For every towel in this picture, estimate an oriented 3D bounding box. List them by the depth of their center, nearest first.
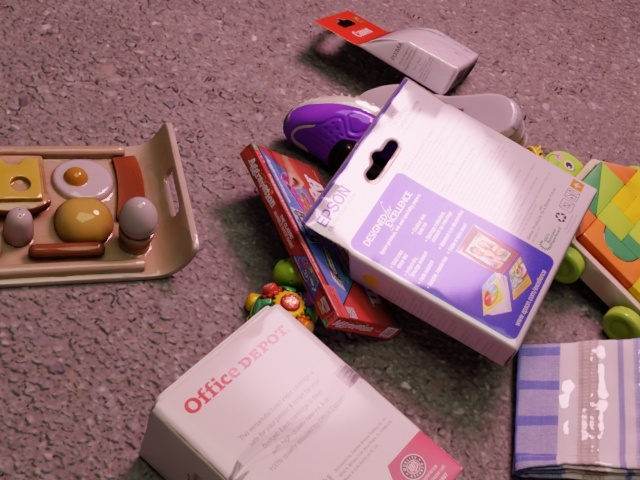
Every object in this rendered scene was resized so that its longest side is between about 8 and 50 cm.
[{"bbox_3d":[0.378,0.200,1.225,0.285,0.034,0.209,-4,46,19],"label":"towel"}]

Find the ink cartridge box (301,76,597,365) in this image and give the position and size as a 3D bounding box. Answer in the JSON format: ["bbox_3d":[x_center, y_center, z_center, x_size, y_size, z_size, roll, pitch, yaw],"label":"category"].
[{"bbox_3d":[0.172,-0.032,1.314,0.307,0.072,0.303,30,57,8],"label":"ink cartridge box"}]

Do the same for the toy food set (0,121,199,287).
[{"bbox_3d":[-0.319,-0.060,1.236,0.306,0.092,0.219,-2,54,-22],"label":"toy food set"}]

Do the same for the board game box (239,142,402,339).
[{"bbox_3d":[0.000,0.000,1.303,0.145,0.027,0.281,18,38,-52],"label":"board game box"}]

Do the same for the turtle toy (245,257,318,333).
[{"bbox_3d":[-0.043,0.081,1.240,0.095,0.066,0.130,13,48,-10],"label":"turtle toy"}]

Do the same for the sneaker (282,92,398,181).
[{"bbox_3d":[0.081,-0.102,1.413,0.294,0.102,0.146,18,54,-3],"label":"sneaker"}]

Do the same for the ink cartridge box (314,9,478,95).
[{"bbox_3d":[0.128,-0.321,1.594,0.232,0.066,0.189,36,25,6],"label":"ink cartridge box"}]

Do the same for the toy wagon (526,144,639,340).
[{"bbox_3d":[0.427,-0.016,1.466,0.344,0.068,0.267,47,51,4],"label":"toy wagon"}]

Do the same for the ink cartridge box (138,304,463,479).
[{"bbox_3d":[-0.023,0.237,1.087,0.283,0.117,0.207,40,50,13],"label":"ink cartridge box"}]

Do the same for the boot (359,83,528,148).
[{"bbox_3d":[0.182,-0.167,1.513,0.258,0.123,0.095,9,75,24],"label":"boot"}]
